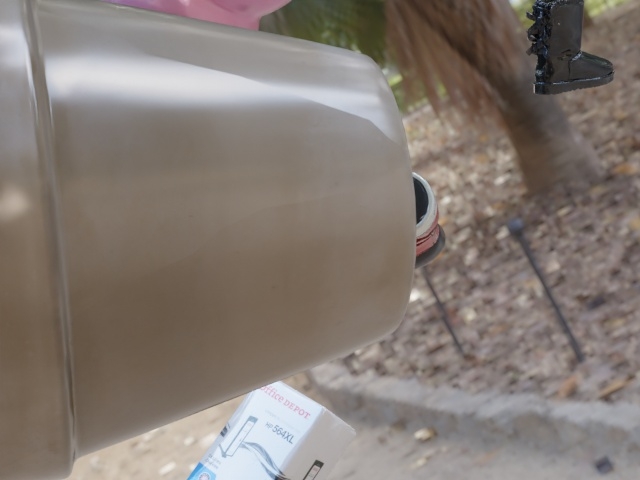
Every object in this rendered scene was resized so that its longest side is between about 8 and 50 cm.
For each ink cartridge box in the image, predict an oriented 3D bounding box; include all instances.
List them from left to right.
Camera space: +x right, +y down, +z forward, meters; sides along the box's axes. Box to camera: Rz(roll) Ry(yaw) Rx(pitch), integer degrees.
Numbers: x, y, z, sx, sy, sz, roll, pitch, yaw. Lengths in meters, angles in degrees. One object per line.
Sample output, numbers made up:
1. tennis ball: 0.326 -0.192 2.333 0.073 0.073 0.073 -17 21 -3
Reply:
1. ink cartridge box: -0.071 0.300 1.794 0.148 0.086 0.203 24 76 47

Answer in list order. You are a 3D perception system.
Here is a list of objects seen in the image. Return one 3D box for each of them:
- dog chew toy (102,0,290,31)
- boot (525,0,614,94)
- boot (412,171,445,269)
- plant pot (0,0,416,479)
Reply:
1. dog chew toy: -0.139 -0.263 1.384 0.332 0.206 0.206 -56 -2 17
2. boot: 0.265 -0.209 1.377 0.121 0.099 0.045 -15 21 -35
3. boot: 0.000 0.000 1.309 0.244 0.088 0.176 -6 -16 8
4. plant pot: -0.100 -0.015 0.842 0.280 0.323 0.323 -5 0 -14
